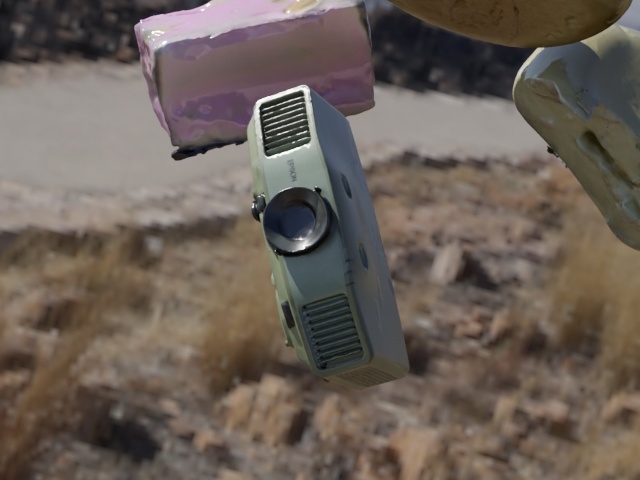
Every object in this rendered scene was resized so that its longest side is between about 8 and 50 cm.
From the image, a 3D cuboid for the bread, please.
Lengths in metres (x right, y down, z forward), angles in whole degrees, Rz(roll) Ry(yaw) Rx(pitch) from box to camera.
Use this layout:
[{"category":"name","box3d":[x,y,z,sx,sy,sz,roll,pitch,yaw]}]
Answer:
[{"category":"bread","box3d":[0.179,-0.310,1.848,0.333,0.160,0.333,17,-11,3]}]

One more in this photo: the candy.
[{"category":"candy","box3d":[-0.073,-0.207,2.163,0.265,0.155,0.116,-15,27,-7]}]

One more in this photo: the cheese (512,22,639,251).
[{"category":"cheese","box3d":[0.335,-0.120,2.041,0.266,0.127,0.233,47,40,0]}]

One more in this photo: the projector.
[{"category":"projector","box3d":[0.000,0.000,1.714,0.088,0.269,0.193,-17,-14,13]}]
